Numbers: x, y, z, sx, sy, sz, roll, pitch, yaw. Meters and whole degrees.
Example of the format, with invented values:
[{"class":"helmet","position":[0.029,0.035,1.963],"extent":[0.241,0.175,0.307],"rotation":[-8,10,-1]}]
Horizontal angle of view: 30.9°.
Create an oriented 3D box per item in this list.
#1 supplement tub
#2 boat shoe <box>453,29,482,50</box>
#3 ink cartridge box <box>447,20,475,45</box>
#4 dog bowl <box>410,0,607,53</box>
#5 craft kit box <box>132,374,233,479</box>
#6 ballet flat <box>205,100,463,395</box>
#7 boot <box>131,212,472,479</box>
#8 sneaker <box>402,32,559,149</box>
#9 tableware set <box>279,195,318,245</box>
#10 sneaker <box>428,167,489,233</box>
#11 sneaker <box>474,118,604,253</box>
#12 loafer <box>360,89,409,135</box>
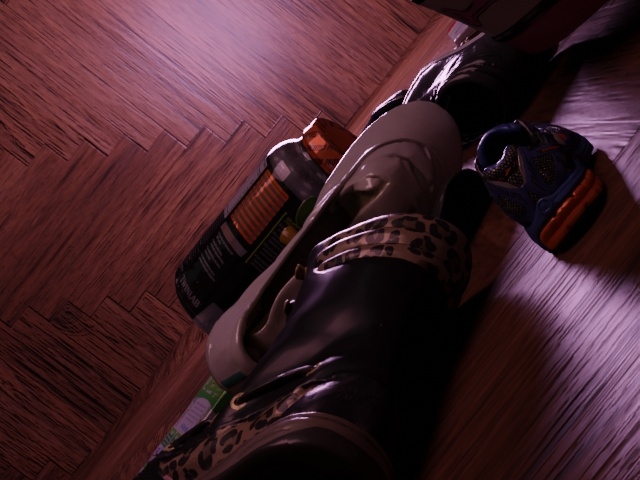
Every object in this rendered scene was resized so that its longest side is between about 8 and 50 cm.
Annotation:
[{"class":"supplement tub","position":[-0.044,-0.004,1.614],"extent":[0.316,0.193,0.193],"rotation":[-49,7,19]},{"class":"boat shoe","position":[0.239,-0.272,1.621],"extent":[0.207,0.073,0.073],"rotation":[-50,5,19]},{"class":"ink cartridge box","position":[0.267,-0.341,1.775],"extent":[0.134,0.078,0.231],"rotation":[-50,7,13]},{"class":"dog bowl","position":[0.275,-0.370,1.205],"extent":[0.408,0.150,0.408],"rotation":[-51,8,10]},{"class":"craft kit box","position":[-0.188,0.296,1.609],"extent":[0.247,0.061,0.250],"rotation":[-56,7,-10]},{"class":"ballet flat","position":[0.036,0.004,1.204],"extent":[0.400,0.139,0.139],"rotation":[-50,6,-16]},{"class":"boot","position":[-0.033,0.144,0.970],"extent":[0.377,0.138,0.284],"rotation":[-39,15,47]},{"class":"sneaker","position":[0.160,-0.164,1.432],"extent":[0.147,0.104,0.296],"rotation":[-50,9,-36]},{"class":"tableware set","position":[0.000,0.000,1.331],"extent":[0.104,0.024,0.154],"rotation":[-61,-29,8]},{"class":"sneaker","position":[0.106,0.004,1.145],"extent":[0.089,0.051,0.170],"rotation":[-38,18,48]},{"class":"sneaker","position":[0.168,-0.066,0.934],"extent":[0.083,0.087,0.221],"rotation":[-50,7,12]},{"class":"loafer","position":[0.128,-0.222,2.106],"extent":[0.078,0.076,0.223],"rotation":[-64,8,-27]}]
